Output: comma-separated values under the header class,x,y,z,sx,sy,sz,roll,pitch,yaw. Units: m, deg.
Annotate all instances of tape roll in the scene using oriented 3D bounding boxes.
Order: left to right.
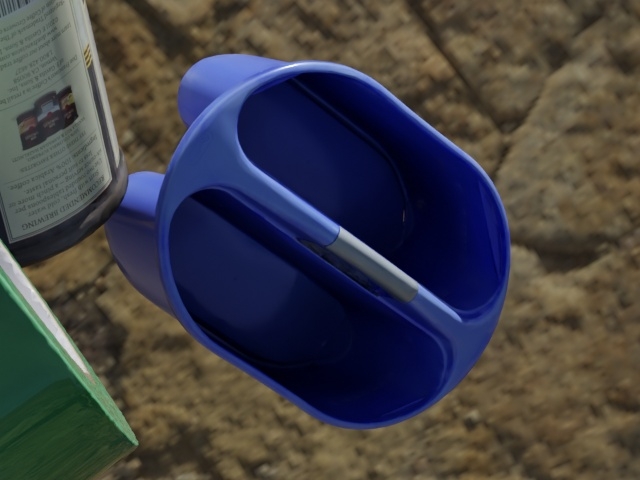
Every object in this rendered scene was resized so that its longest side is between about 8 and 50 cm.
class,x,y,z,sx,sy,sz,roll,pitch,yaw
tape roll,-0.221,0.004,1.059,0.077,0.321,0.321,-35,90,-6

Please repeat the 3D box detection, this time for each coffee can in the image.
class,x,y,z,sx,sy,sz,roll,pitch,yaw
coffee can,-0.258,-0.141,1.366,0.201,0.201,0.275,-36,132,-34

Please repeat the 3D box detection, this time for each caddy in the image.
class,x,y,z,sx,sy,sz,roll,pitch,yaw
caddy,0.000,0.000,1.535,0.341,0.179,0.241,35,84,-34
